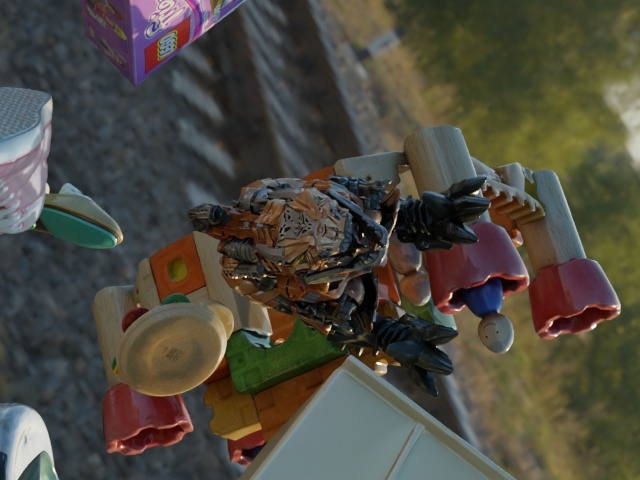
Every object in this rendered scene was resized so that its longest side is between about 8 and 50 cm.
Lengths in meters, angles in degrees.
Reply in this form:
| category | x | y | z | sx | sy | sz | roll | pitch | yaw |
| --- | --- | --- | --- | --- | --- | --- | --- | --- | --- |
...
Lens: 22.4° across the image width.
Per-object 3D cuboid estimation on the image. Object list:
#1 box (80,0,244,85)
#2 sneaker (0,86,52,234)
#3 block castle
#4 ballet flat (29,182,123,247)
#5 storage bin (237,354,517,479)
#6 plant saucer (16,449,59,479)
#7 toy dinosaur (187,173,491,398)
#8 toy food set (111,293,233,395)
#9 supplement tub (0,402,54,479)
| category | x | y | z | sx | sy | sz | roll | pitch | yaw |
| --- | --- | --- | --- | --- | --- | --- | --- | --- | --- |
| box | -0.056 | -0.230 | 0.966 | 0.057 | 0.201 | 0.293 | 46 | -18 | 11 |
| sneaker | -0.157 | -0.029 | 0.762 | 0.134 | 0.051 | 0.070 | -76 | 175 | -76 |
| block castle | 0.029 | 0.090 | 1.549 | 0.303 | 0.453 | 0.213 | 18 | 52 | -58 |
| ballet flat | -0.346 | -0.045 | 2.042 | 0.080 | 0.232 | 0.073 | 69 | 36 | -53 |
| storage bin | 0.054 | 0.223 | 1.055 | 0.260 | 0.123 | 0.262 | 38 | -22 | 2 |
| plant saucer | -0.146 | 0.172 | 0.858 | 0.119 | 0.021 | 0.119 | 169 | -90 | -87 |
| toy dinosaur | 0.000 | 0.000 | 1.230 | 0.218 | 0.164 | 0.322 | 14 | 15 | -15 |
| toy food set | -0.105 | 0.074 | 1.136 | 0.082 | 0.083 | 0.020 | 13 | 27 | -30 |
| supplement tub | -0.527 | 0.318 | 2.071 | 0.207 | 0.338 | 0.207 | -4 | 90 | -81 |
